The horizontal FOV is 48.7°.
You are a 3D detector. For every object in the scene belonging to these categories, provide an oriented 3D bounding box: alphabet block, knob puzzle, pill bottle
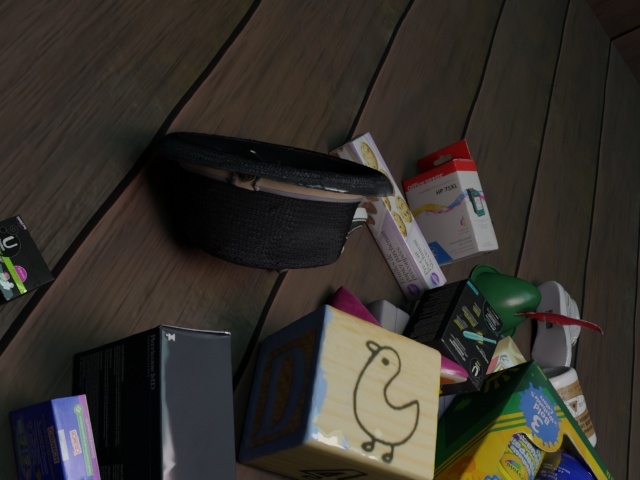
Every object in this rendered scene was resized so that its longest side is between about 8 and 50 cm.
[{"bbox_3d":[0.028,0.228,0.976,0.197,0.193,0.192,24,58,-23],"label":"alphabet block"},{"bbox_3d":[0.339,0.306,1.347,0.213,0.030,0.213,3,73,-10],"label":"knob puzzle"},{"bbox_3d":[0.496,0.388,1.469,0.131,0.131,0.229,-13,85,-48],"label":"pill bottle"}]

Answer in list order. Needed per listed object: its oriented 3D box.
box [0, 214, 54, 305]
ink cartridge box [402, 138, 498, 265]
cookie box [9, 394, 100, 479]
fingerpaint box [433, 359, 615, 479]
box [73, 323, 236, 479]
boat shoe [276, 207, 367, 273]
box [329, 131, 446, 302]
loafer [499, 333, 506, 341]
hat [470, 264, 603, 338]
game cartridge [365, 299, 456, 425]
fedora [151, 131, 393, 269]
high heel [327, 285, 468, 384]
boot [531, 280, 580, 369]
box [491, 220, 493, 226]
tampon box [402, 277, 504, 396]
[{"bbox_3d":[-0.353,0.025,0.792,0.062,0.052,0.083,-32,97,-47],"label":"box"},{"bbox_3d":[0.249,-0.073,1.401,0.078,0.134,0.231,-5,77,-47],"label":"ink cartridge box"},{"bbox_3d":[-0.282,0.216,0.746,0.040,0.107,0.092,-3,76,-47],"label":"cookie box"},{"bbox_3d":[0.344,0.482,1.128,0.445,0.163,0.371,57,43,-2],"label":"fingerpaint box"},{"bbox_3d":[-0.186,0.241,0.779,0.103,0.184,0.261,12,66,-42],"label":"box"},{"bbox_3d":[0.000,0.000,1.160,0.219,0.077,0.070,-20,88,-40],"label":"boat shoe"},{"bbox_3d":[0.127,-0.042,1.313,0.067,0.063,0.324,-36,101,-46],"label":"box"},{"bbox_3d":[0.388,0.318,1.419,0.084,0.096,0.268,18,59,-49],"label":"loafer"},{"bbox_3d":[0.447,0.115,1.492,0.208,0.183,0.173,19,61,-41],"label":"hat"},{"bbox_3d":[0.137,0.301,1.189,0.230,0.068,0.355,30,54,-30],"label":"game cartridge"},{"bbox_3d":[-0.073,-0.050,0.988,0.334,0.334,0.153,-3,109,-47],"label":"fedora"},{"bbox_3d":[0.121,0.150,1.126,0.082,0.244,0.117,70,36,-58],"label":"high heel"},{"bbox_3d":[0.556,0.227,1.629,0.123,0.095,0.258,32,56,-34],"label":"boot"},{"bbox_3d":[0.357,-0.021,1.579,0.067,0.018,0.083,36,51,-32],"label":"box"},{"bbox_3d":[0.224,0.167,1.217,0.120,0.101,0.161,53,45,-16],"label":"tampon box"}]
